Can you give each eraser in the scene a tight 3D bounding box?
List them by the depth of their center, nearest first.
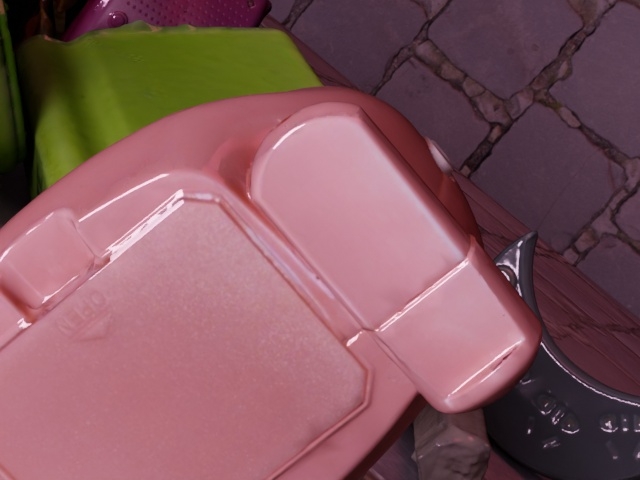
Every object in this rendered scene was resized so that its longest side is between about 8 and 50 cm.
[{"bbox_3d":[-0.084,-0.051,0.879,0.210,0.092,0.274,-4,31,-19],"label":"eraser"}]

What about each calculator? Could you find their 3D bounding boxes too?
[{"bbox_3d":[-0.131,-0.127,1.003,0.126,0.190,0.034,30,10,-34],"label":"calculator"}]

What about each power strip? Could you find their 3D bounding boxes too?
[{"bbox_3d":[0.199,0.108,1.148,0.253,0.168,0.054,37,4,18],"label":"power strip"}]

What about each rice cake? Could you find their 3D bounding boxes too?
[{"bbox_3d":[0.094,0.126,1.027,0.052,0.057,0.256,38,11,-6],"label":"rice cake"}]

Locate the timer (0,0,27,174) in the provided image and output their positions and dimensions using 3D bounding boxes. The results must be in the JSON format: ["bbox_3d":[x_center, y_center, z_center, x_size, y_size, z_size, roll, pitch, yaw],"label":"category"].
[{"bbox_3d":[-0.217,-0.111,0.853,0.047,0.128,0.140,-12,25,-19],"label":"timer"}]

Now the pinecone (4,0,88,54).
[{"bbox_3d":[-0.244,-0.252,1.042,0.309,0.244,0.244,-4,30,-24],"label":"pinecone"}]

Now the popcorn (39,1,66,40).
[{"bbox_3d":[-0.254,-0.281,1.292,0.254,0.195,0.256,23,15,-20],"label":"popcorn"}]

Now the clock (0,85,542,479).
[{"bbox_3d":[-0.051,0.024,0.532,0.142,0.227,0.241,50,8,-11],"label":"clock"}]
